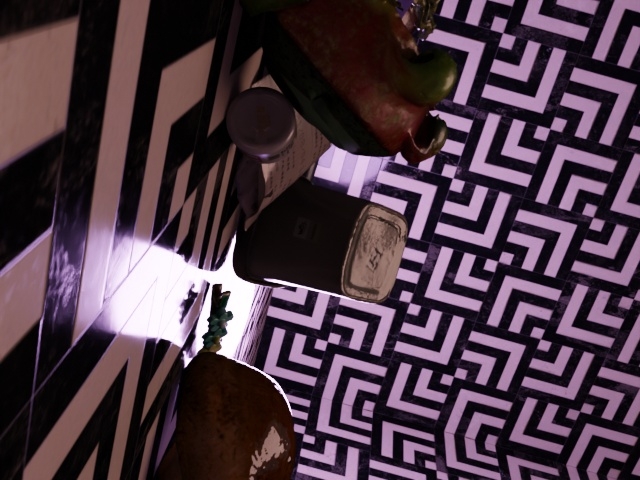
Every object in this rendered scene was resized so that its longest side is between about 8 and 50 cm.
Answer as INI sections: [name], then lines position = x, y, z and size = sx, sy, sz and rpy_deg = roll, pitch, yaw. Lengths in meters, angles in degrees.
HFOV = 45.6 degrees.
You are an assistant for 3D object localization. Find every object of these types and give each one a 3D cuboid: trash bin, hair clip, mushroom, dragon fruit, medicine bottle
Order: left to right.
[hair clip]
position = -0.170, 0.141, 1.198
size = 0.049, 0.049, 0.173
rpy_deg = -75, -178, -53
[mushroom]
position = -0.136, 0.317, 1.131
size = 0.263, 0.195, 0.283
rpy_deg = -111, -144, -80
[medicine bottle]
position = -0.068, -0.134, 0.917
size = 0.140, 0.079, 0.079
rpy_deg = 179, -73, -89
[trash bin]
position = 0.000, 0.000, 1.341
size = 0.219, 0.250, 0.220
rpy_deg = 15, 90, -53
[dragon fruit]
position = 0.026, -0.191, 0.811
size = 0.130, 0.268, 0.295
rpy_deg = -41, -147, -1

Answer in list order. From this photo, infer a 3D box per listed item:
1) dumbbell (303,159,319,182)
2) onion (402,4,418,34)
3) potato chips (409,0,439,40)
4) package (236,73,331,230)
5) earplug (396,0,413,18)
[dumbbell]
position = -0.026, -0.184, 1.533
size = 0.160, 0.144, 0.325
rpy_deg = -70, 175, -74
[onion]
position = 0.102, -0.402, 1.357
size = 0.283, 0.120, 0.227
rpy_deg = -34, 152, -9
[potato chips]
position = 0.128, -0.531, 1.174
size = 0.358, 0.070, 0.429
rpy_deg = -69, 144, -69
[package]
position = -0.043, -0.156, 1.133
size = 0.204, 0.062, 0.251
rpy_deg = -48, 158, -43
[earplug]
position = 0.055, -0.371, 0.902
size = 0.456, 0.215, 0.215
rpy_deg = 123, -17, -78
